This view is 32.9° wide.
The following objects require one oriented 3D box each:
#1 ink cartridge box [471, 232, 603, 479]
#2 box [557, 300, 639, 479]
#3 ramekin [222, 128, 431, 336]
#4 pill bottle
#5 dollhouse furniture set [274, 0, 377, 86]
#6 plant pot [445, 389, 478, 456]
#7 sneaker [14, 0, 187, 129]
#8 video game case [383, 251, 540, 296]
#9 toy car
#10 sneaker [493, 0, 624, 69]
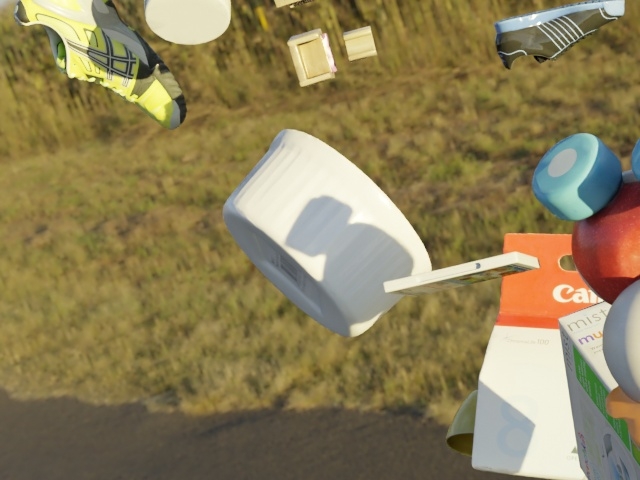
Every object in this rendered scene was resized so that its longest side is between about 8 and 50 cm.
[{"bbox_3d":[0.403,0.172,1.642,0.308,0.385,0.091,1,-11,24],"label":"ink cartridge box"},{"bbox_3d":[0.387,0.227,1.236,0.127,0.262,0.231,-20,35,-4],"label":"box"},{"bbox_3d":[0.000,0.000,1.429,0.135,0.277,0.277,-46,21,-13],"label":"ramekin"},{"bbox_3d":[-0.209,-0.459,1.721,0.162,0.162,0.278,-14,59,20],"label":"pill bottle"},{"bbox_3d":[0.081,-0.414,1.632,0.303,0.286,0.198,-16,11,9],"label":"dollhouse furniture set"},{"bbox_3d":[0.293,0.319,1.912,0.134,0.134,0.095,-10,55,34],"label":"plant pot"},{"bbox_3d":[-0.395,-0.331,1.959,0.147,0.384,0.145,-47,31,-9],"label":"sneaker"},{"bbox_3d":[0.127,0.031,0.964,0.122,0.011,0.087,-14,-11,23],"label":"video game case"},{"bbox_3d":[0.277,0.057,0.882,0.210,0.219,0.238,-10,47,54],"label":"toy car"},{"bbox_3d":[0.423,-0.365,1.912,0.232,0.090,0.081,-11,13,6],"label":"sneaker"}]
